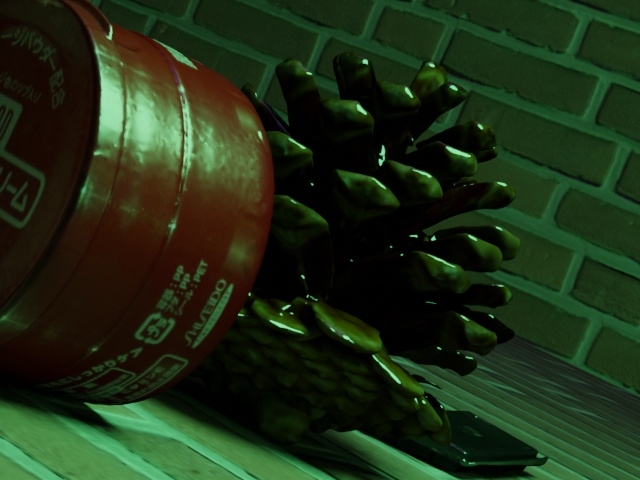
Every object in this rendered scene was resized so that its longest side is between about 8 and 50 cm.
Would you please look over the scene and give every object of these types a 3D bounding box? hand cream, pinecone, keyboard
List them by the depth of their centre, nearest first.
[{"bbox_3d":[-0.127,-0.018,1.000,0.125,0.193,0.193,25,1,-43],"label":"hand cream"},{"bbox_3d":[0.008,0.003,1.228,0.264,0.264,0.264,23,2,-1],"label":"pinecone"},{"bbox_3d":[0.104,0.149,1.483,0.094,0.025,0.230,26,3,20],"label":"keyboard"}]
